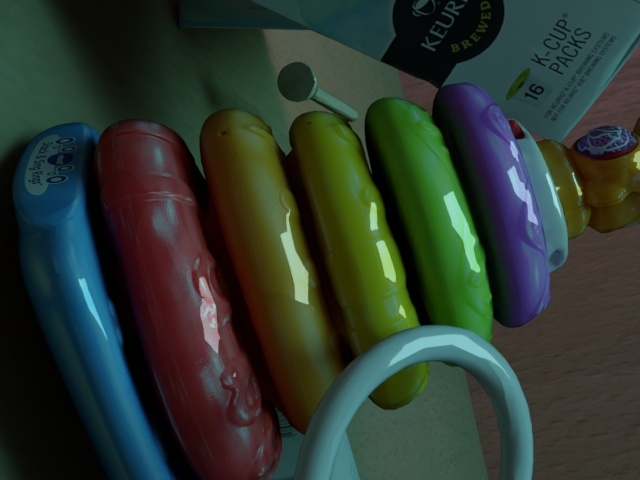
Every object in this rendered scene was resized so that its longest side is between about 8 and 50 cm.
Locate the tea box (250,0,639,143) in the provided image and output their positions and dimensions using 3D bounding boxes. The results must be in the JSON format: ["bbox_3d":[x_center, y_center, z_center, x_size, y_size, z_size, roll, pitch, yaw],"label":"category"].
[{"bbox_3d":[0.032,-0.277,0.658,0.220,0.323,0.329,-58,-161,33],"label":"tea box"}]

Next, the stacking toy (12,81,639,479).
[{"bbox_3d":[0.040,-0.001,0.505,0.175,0.301,0.166,-108,-179,-66],"label":"stacking toy"}]

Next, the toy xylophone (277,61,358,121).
[{"bbox_3d":[0.000,0.000,0.936,0.322,0.081,0.236,33,44,-75],"label":"toy xylophone"}]

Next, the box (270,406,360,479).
[{"bbox_3d":[0.012,0.278,0.732,0.232,0.058,0.322,-67,141,-73],"label":"box"}]

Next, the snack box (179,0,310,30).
[{"bbox_3d":[0.013,-0.207,0.957,0.322,0.187,0.060,-66,158,-74],"label":"snack box"}]

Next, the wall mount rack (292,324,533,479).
[{"bbox_3d":[0.003,0.197,0.368,0.304,0.130,0.350,14,86,-37],"label":"wall mount rack"}]
